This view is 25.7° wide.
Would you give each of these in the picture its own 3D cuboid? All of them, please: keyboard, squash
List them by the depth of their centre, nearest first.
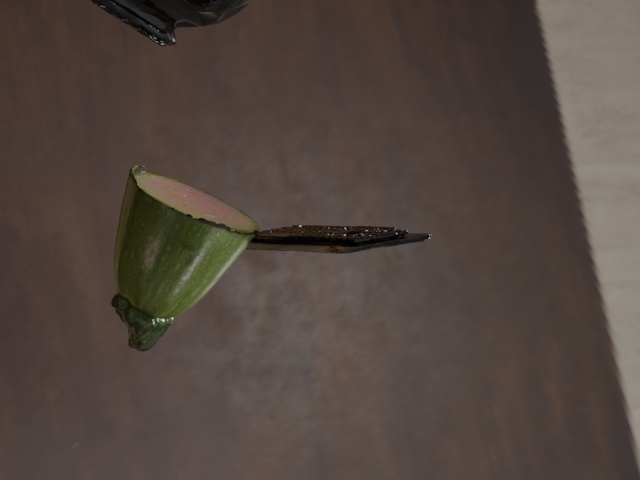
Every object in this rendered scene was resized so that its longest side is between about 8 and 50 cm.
[{"bbox_3d":[0.000,-0.002,1.004,0.074,0.196,0.015,-5,93,-26],"label":"keyboard"},{"bbox_3d":[-0.119,0.026,1.022,0.105,0.105,0.132,24,101,-14],"label":"squash"}]

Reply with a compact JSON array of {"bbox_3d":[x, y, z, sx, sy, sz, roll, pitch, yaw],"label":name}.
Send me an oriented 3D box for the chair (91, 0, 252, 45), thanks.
[{"bbox_3d":[-0.103,-0.116,0.441,0.113,0.229,0.106,27,44,-60],"label":"chair"}]
